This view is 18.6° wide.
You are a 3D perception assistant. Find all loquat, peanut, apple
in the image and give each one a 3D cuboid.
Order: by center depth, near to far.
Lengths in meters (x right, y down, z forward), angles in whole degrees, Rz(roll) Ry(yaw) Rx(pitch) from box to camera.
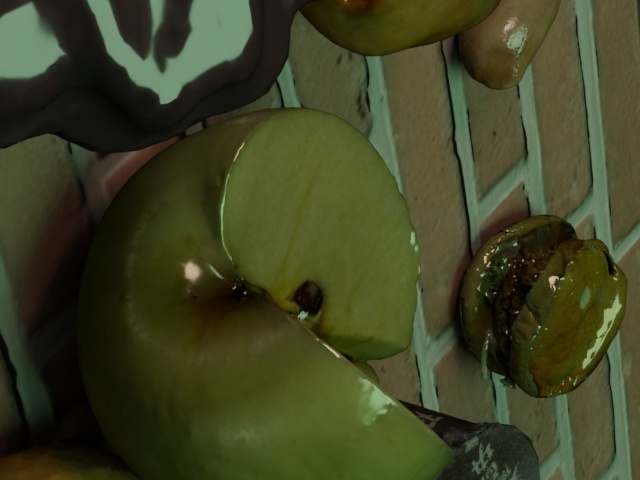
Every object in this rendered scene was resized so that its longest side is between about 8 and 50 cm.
[{"bbox_3d":[-0.044,0.071,1.381,0.258,0.233,0.295,43,29,-61],"label":"apple"},{"bbox_3d":[0.050,-0.246,1.396,0.238,0.193,0.238,15,72,-55],"label":"loquat"},{"bbox_3d":[0.170,-0.200,1.697,0.152,0.076,0.076,-65,146,-16],"label":"peanut"}]

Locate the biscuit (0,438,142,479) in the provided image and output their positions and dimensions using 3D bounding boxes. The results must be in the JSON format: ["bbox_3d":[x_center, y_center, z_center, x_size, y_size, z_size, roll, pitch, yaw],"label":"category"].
[{"bbox_3d":[-0.198,0.291,1.382,0.296,0.102,0.296,-16,118,-34],"label":"biscuit"}]

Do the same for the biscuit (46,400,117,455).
[{"bbox_3d":[-0.176,0.226,1.473,0.174,0.039,0.183,39,74,-56],"label":"biscuit"}]

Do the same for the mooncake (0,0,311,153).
[{"bbox_3d":[-0.154,-0.226,1.052,0.350,0.212,0.381,-38,116,-13],"label":"mooncake"}]

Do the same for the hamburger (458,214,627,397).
[{"bbox_3d":[0.202,0.062,1.855,0.185,0.113,0.177,-44,144,-21],"label":"hamburger"}]

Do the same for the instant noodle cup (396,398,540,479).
[{"bbox_3d":[0.042,0.219,1.620,0.217,0.207,0.217,-27,126,-44],"label":"instant noodle cup"}]
